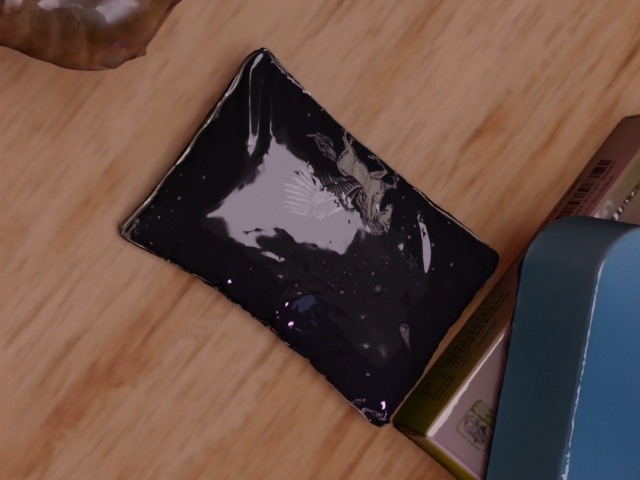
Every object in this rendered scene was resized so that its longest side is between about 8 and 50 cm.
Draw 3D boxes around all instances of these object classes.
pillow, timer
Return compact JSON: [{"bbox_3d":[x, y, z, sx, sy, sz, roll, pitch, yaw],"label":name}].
[{"bbox_3d":[0.000,0.000,1.072,0.208,0.055,0.141,37,89,-15],"label":"pillow"},{"bbox_3d":[0.234,0.113,1.074,0.250,0.091,0.232,9,90,-23],"label":"timer"}]

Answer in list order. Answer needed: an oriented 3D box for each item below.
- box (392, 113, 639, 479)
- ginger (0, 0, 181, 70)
[{"bbox_3d":[0.193,0.072,1.135,0.175,0.062,0.260,41,81,-16],"label":"box"},{"bbox_3d":[-0.237,-0.206,0.903,0.375,0.176,0.256,21,81,-5],"label":"ginger"}]
